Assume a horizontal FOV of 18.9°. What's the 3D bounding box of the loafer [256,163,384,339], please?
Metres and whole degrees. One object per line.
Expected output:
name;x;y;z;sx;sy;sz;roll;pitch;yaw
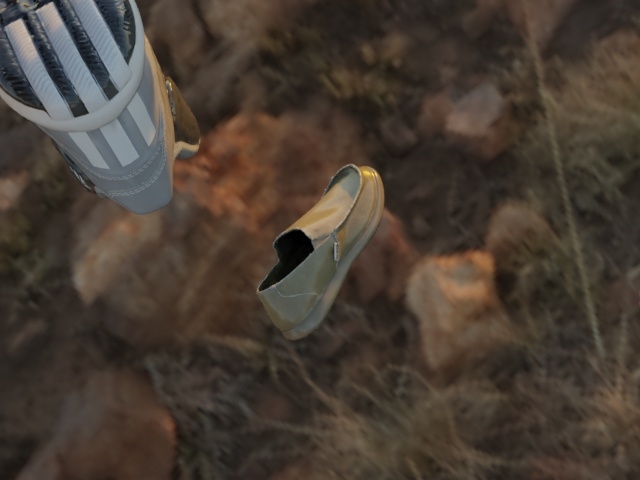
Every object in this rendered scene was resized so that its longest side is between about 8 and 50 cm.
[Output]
loafer;0.000;0.000;1.376;0.056;0.050;0.148;-16;42;48

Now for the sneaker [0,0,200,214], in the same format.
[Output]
sneaker;-0.114;-0.094;0.853;0.086;0.132;0.229;-24;47;2
